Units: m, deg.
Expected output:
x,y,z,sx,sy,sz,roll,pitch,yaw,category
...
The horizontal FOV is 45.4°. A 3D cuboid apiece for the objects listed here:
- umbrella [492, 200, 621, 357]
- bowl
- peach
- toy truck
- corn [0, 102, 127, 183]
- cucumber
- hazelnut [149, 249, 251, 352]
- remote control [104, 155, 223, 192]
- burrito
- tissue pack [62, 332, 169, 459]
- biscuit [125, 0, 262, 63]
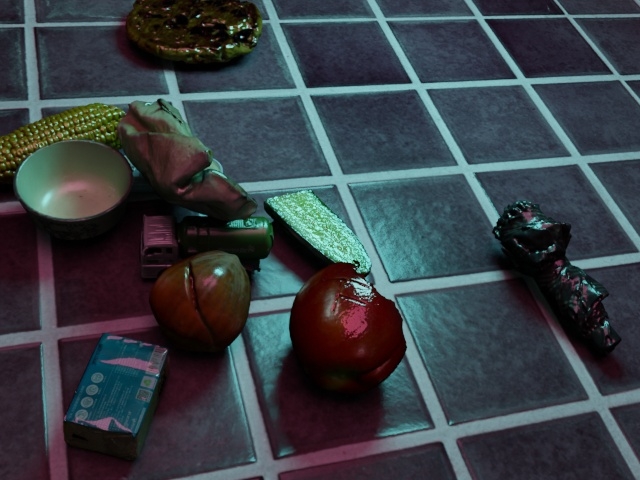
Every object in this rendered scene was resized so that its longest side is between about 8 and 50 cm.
x,y,z,sx,sy,sz,roll,pitch,yaw,category
0.474,0.060,1.485,0.128,0.154,0.336,-25,56,-20,umbrella
-0.457,-0.080,1.438,0.211,0.112,0.211,4,49,-5,bowl
0.050,0.140,1.303,0.190,0.196,0.226,34,43,-27,peach
-0.210,0.009,1.406,0.242,0.125,0.101,-1,49,-11,toy truck
-0.520,-0.195,1.529,0.322,0.119,0.119,-25,58,-29,corn
0.000,0.000,1.499,0.115,0.063,0.244,-23,57,-36,cucumber
-0.195,0.105,1.298,0.182,0.182,0.182,6,47,-7,hazelnut
-0.322,-0.133,1.564,0.244,0.047,0.087,-1,45,-12,remote control
-0.250,-0.132,1.387,0.135,0.190,0.332,-38,40,-8,burrito
-0.316,0.243,1.198,0.120,0.082,0.169,13,47,0,tissue pack
-0.312,-0.530,1.904,0.334,0.081,0.289,2,49,-5,biscuit
